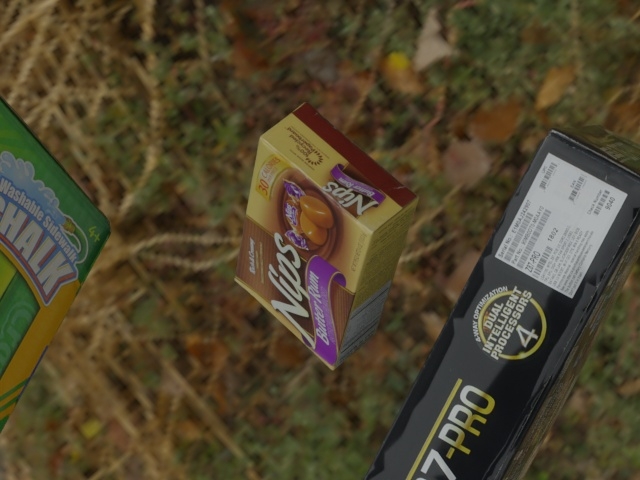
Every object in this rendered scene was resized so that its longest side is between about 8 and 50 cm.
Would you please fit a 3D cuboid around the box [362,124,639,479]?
[{"bbox_3d":[0.142,0.104,1.409,0.097,0.318,0.395,29,101,13],"label":"box"}]

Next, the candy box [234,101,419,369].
[{"bbox_3d":[0.000,0.000,1.322,0.109,0.053,0.186,42,149,17],"label":"candy box"}]

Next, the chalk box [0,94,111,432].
[{"bbox_3d":[-0.261,0.001,1.093,0.179,0.289,0.180,-5,139,40],"label":"chalk box"}]
